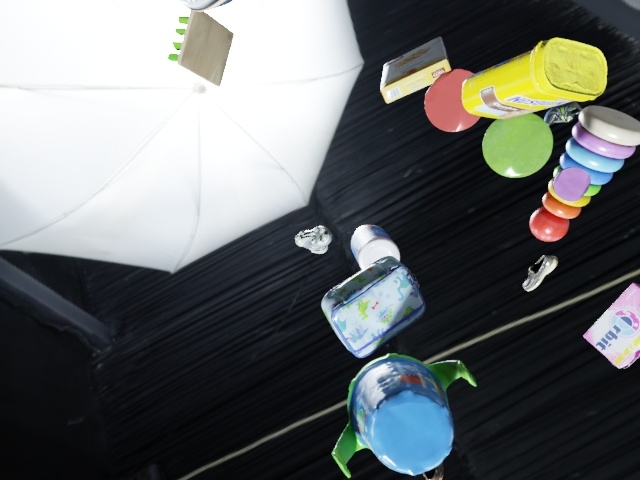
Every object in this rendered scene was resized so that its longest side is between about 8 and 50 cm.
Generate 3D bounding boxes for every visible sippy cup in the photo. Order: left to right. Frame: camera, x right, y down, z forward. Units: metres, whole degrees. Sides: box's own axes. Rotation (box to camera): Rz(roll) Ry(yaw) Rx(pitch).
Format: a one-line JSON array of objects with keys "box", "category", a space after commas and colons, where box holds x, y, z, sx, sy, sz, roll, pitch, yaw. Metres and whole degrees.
[{"box": [0.177, 0.375, 1.048, 0.240, 0.305, 0.224, 19, 176, 3], "category": "sippy cup"}]

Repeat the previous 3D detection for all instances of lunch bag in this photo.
[{"box": [0.128, 0.154, 1.140, 0.176, 0.219, 0.090, 63, 170, -30], "category": "lunch bag"}]

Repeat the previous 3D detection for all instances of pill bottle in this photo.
[{"box": [0.161, 0.022, 1.521, 0.124, 0.124, 0.221, 62, -178, -17], "category": "pill bottle"}]

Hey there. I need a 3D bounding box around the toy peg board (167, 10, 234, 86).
[{"box": [-0.340, -0.541, 1.381, 0.079, 0.161, 0.161, 18, -177, 30], "category": "toy peg board"}]

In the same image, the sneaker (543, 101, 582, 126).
[{"box": [0.999, -0.519, 2.036, 0.078, 0.188, 0.067, 54, 166, 36], "category": "sneaker"}]

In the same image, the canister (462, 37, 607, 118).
[{"box": [0.318, -0.238, 0.754, 0.170, 0.126, 0.073, -178, 89, -66], "category": "canister"}]

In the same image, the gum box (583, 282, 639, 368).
[{"box": [0.742, 0.209, 1.188, 0.062, 0.188, 0.107, 11, -151, -40], "category": "gum box"}]

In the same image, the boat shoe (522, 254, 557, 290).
[{"box": [0.675, 0.097, 1.542, 0.056, 0.049, 0.152, -74, 7, -51], "category": "boat shoe"}]

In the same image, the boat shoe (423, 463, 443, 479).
[{"box": [0.332, 0.632, 1.518, 0.073, 0.073, 0.206, 40, -147, -48], "category": "boat shoe"}]

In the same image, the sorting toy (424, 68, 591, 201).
[{"box": [0.382, -0.209, 1.012, 0.366, 0.127, 0.126, 39, -160, 11], "category": "sorting toy"}]

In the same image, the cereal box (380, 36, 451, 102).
[{"box": [0.247, -0.449, 1.289, 0.047, 0.173, 0.240, 58, -156, -27], "category": "cereal box"}]

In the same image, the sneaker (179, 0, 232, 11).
[{"box": [-0.178, -0.615, 1.072, 0.126, 0.321, 0.127, 60, -179, -17], "category": "sneaker"}]

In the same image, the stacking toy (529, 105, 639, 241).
[{"box": [0.597, -0.134, 1.147, 0.141, 0.141, 0.330, -119, 33, -44], "category": "stacking toy"}]

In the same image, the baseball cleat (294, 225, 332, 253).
[{"box": [0.000, 0.000, 1.635, 0.110, 0.072, 0.206, 28, 168, -29], "category": "baseball cleat"}]
